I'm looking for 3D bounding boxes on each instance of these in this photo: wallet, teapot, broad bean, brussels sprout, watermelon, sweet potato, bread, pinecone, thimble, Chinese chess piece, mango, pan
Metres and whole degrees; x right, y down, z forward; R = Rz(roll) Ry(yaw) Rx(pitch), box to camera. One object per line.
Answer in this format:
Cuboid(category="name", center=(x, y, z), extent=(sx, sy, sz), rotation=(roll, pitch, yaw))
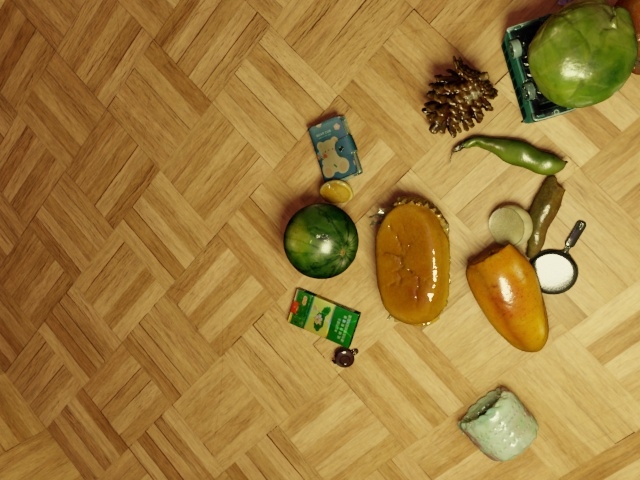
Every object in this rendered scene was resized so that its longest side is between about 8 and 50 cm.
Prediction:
Cuboid(category="wallet", center=(0.050, -0.286, 1.578), extent=(0.141, 0.059, 0.202), rotation=(-18, 89, 28))
Cuboid(category="teapot", center=(0.084, 0.393, 1.673), extent=(0.100, 0.045, 0.067), rotation=(-28, 112, 5))
Cuboid(category="broad bean", center=(0.535, -0.243, 1.408), extent=(0.318, 0.056, 0.098), rotation=(10, 107, 24))
Cuboid(category="brussels sprout", center=(0.601, -0.431, 1.133), extent=(0.244, 0.244, 0.243), rotation=(3, 99, 20))
Cuboid(category="watermelon", center=(0.002, 0.001, 1.544), extent=(0.243, 0.242, 0.242), rotation=(3, 99, 20))
Cuboid(category="sweet potato", center=(0.623, -0.065, 1.386), extent=(0.077, 0.077, 0.243), rotation=(20, 102, 17))
Cuboid(category="bread", center=(0.282, 0.058, 1.475), extent=(0.236, 0.183, 0.388), rotation=(-7, 95, 24))
Cuboid(category="bread", center=(0.053, -0.154, 1.582), extent=(0.110, 0.024, 0.110), rotation=(7, 144, 5))
Cuboid(category="pinecone", center=(0.378, -0.390, 1.380), extent=(0.185, 0.169, 0.212), rotation=(46, 108, 3))
Cuboid(category="thimble", center=(0.522, 0.548, 1.457), extent=(0.149, 0.185, 0.211), rotation=(48, 125, 10))
Cuboid(category="Chinese chess piece", center=(0.544, -0.041, 1.407), extent=(0.122, 0.051, 0.122), rotation=(21, 116, 51))
Cuboid(category="mango", center=(0.543, 0.179, 1.405), extent=(0.201, 0.199, 0.350), rotation=(-14, 107, 50))
Cuboid(category="pan", center=(0.687, 0.049, 1.404), extent=(0.136, 0.028, 0.235), rotation=(28, 106, 14))

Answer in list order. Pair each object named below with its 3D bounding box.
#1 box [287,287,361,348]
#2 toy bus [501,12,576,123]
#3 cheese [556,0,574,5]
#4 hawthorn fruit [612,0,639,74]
Cuboid(category="box", center=(0.011, 0.264, 1.685), extent=(0.235, 0.034, 0.132), rotation=(21, 105, 17))
Cuboid(category="toy bus", center=(0.579, -0.442, 1.308), extent=(0.128, 0.147, 0.255), rotation=(-16, 89, 11))
Cuboid(category="cheese", center=(0.701, -0.703, 1.282), extent=(0.105, 0.042, 0.190), rotation=(25, 106, 17))
Cuboid(category="hawthorn fruit", center=(0.807, -0.547, 1.189), extent=(0.211, 0.210, 0.262), rotation=(17, 92, 17))
